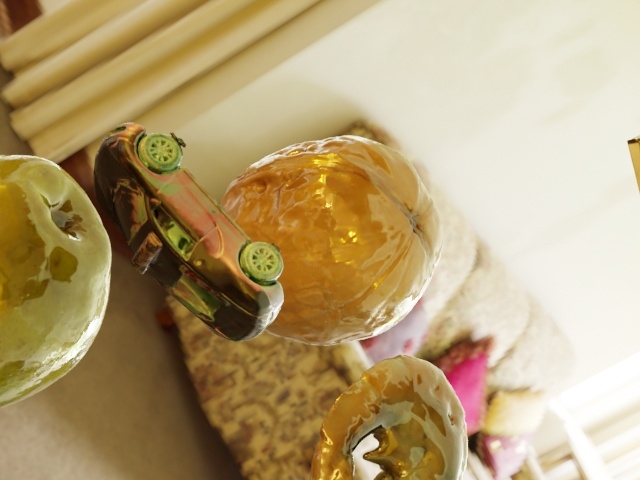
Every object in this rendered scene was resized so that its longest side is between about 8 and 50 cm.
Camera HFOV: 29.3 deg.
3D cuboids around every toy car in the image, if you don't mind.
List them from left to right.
[{"bbox_3d":[-0.080,-0.002,0.690,0.142,0.069,0.055,47,55,1],"label":"toy car"}]

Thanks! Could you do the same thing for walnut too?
[{"bbox_3d":[0.000,0.000,1.128,0.195,0.221,0.195,-2,93,-53],"label":"walnut"}]

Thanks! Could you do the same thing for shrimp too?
[{"bbox_3d":[0.039,0.190,0.896,0.254,0.059,0.145,-52,122,-33],"label":"shrimp"}]

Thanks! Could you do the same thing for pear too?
[{"bbox_3d":[-0.357,0.052,1.237,0.253,0.307,0.253,55,17,-26],"label":"pear"}]

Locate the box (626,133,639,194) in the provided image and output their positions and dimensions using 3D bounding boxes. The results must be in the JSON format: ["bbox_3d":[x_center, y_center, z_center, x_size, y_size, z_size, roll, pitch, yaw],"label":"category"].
[{"bbox_3d":[0.334,-0.031,0.810,0.033,0.247,0.129,-23,100,-54],"label":"box"}]
